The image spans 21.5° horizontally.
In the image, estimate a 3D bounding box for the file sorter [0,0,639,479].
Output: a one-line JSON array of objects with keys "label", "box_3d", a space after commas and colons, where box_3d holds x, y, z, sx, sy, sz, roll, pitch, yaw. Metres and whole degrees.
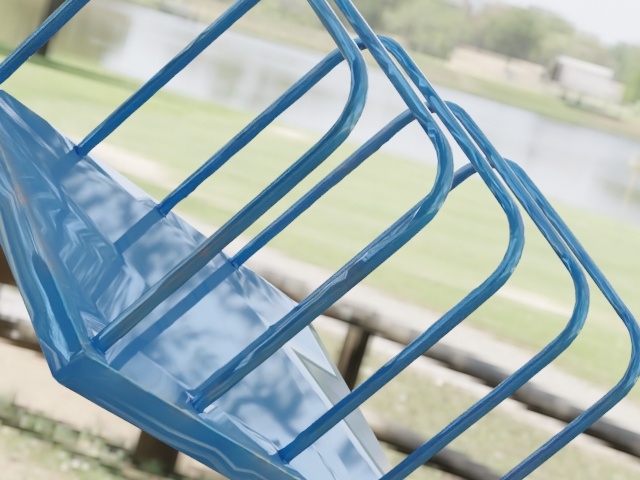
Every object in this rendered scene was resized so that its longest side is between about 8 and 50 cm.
[{"label": "file sorter", "box_3d": [0.000, 0.000, 0.478, 0.170, 0.104, 0.118, 39, 16, -46]}]
